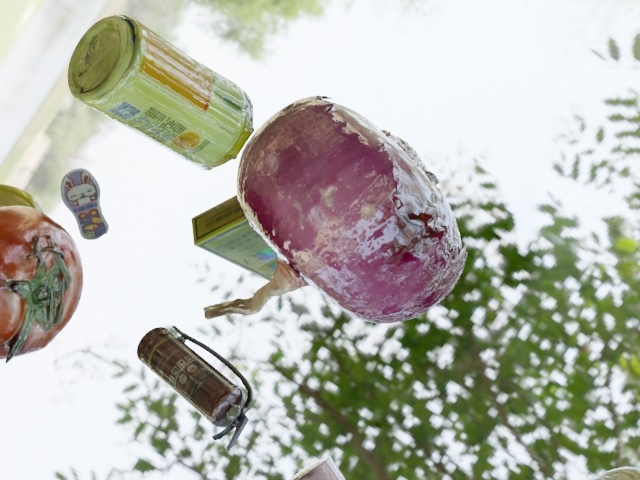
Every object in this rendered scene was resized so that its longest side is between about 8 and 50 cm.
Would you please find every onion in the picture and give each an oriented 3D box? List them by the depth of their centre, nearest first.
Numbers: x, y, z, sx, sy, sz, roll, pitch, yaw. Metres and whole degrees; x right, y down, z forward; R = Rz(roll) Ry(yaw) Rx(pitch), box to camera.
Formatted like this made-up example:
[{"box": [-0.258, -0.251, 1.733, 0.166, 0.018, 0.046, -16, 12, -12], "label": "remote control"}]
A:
[{"box": [0.031, -0.024, 1.571, 0.345, 0.358, 0.358, -51, -166, 28], "label": "onion"}]

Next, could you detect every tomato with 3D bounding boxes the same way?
[{"box": [-0.503, 0.066, 1.734, 0.224, 0.256, 0.255, 9, -123, 29], "label": "tomato"}]

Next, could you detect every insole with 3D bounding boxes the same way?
[{"box": [-0.398, -0.058, 1.856, 0.197, 0.065, 0.004, 89, -20, -55], "label": "insole"}]

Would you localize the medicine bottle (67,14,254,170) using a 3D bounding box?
[{"box": [-0.183, -0.174, 1.339, 0.124, 0.239, 0.124, -15, -116, 33], "label": "medicine bottle"}]

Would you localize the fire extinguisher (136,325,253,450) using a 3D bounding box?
[{"box": [-0.115, 0.135, 1.046, 0.064, 0.043, 0.158, -48, -131, -13], "label": "fire extinguisher"}]

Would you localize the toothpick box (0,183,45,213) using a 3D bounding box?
[{"box": [-0.596, 0.002, 2.036, 0.175, 0.175, 0.271, -60, -170, -15], "label": "toothpick box"}]

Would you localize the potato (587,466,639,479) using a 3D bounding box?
[{"box": [0.524, 0.533, 2.013, 0.173, 0.307, 0.210, -26, -108, 61], "label": "potato"}]

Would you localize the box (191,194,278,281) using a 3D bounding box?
[{"box": [-0.103, -0.006, 1.940, 0.141, 0.220, 0.064, -27, -125, 27], "label": "box"}]

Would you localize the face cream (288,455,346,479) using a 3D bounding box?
[{"box": [0.051, 0.477, 1.755, 0.073, 0.269, 0.107, -29, 174, -46], "label": "face cream"}]
